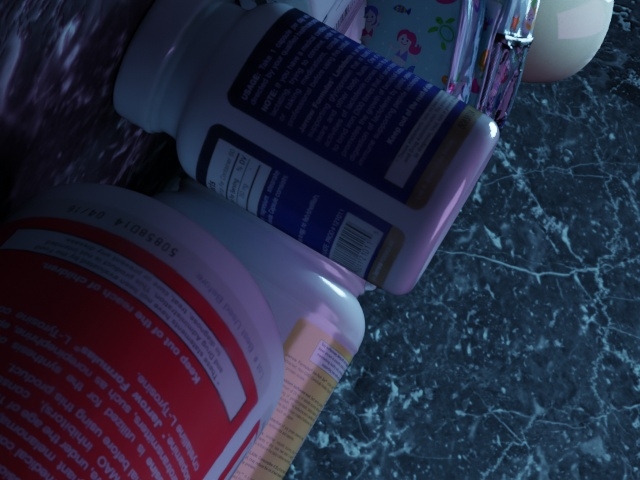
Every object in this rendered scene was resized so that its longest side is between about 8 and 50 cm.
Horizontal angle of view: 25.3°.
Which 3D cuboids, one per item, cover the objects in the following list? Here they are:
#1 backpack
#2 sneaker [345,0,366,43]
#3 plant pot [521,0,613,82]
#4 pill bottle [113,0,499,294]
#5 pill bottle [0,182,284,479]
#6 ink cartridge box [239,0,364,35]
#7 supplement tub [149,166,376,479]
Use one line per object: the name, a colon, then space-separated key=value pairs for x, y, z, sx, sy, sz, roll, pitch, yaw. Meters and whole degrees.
backpack: x=0.100 y=-0.234 z=1.437 sx=0.191 sy=0.225 sz=0.253 roll=1 pitch=110 yaw=-65
sneaker: x=-0.034 y=-0.173 z=1.353 sx=0.095 sy=0.090 sz=0.235 roll=7 pitch=108 yaw=-57
plant pot: x=0.273 y=-0.374 z=2.162 sx=0.191 sy=0.284 sz=0.284 roll=-10 pitch=138 yaw=-39
pill bottle: x=-0.013 y=-0.085 z=1.071 sx=0.153 sy=0.265 sz=0.153 roll=-58 pitch=174 yaw=-9
pill bottle: x=-0.205 y=0.164 z=0.847 sx=0.407 sy=0.229 sz=0.229 roll=-54 pitch=171 yaw=-44
ink cartridge box: x=0.000 y=-0.253 z=1.211 sx=0.153 sy=0.087 sz=0.208 roll=-59 pitch=174 yaw=-7
supplement tub: x=-0.108 y=0.106 z=1.274 sx=0.331 sy=0.241 sz=0.241 roll=-59 pitch=173 yaw=-9
